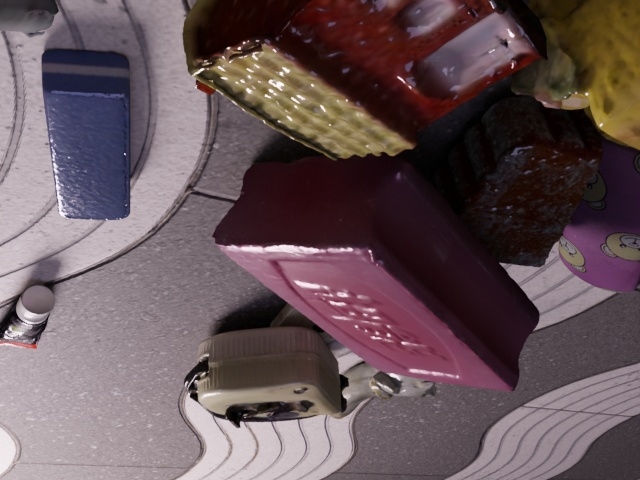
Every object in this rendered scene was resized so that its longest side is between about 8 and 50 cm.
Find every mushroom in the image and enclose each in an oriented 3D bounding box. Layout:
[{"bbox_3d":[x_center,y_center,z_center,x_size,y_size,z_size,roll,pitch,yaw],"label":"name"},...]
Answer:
[{"bbox_3d":[0.112,0.261,1.373,0.278,0.099,0.096,-24,131,29],"label":"mushroom"}]

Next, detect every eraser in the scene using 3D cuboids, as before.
[{"bbox_3d":[-0.240,-0.101,0.778,0.081,0.036,0.225,0,146,-14],"label":"eraser"}]

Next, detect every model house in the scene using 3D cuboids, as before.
[{"bbox_3d":[0.021,-0.177,0.621,0.254,0.160,0.196,-30,142,32],"label":"model house"}]

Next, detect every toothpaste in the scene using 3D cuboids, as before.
[{"bbox_3d":[-0.424,0.122,1.070,0.071,0.045,0.193,12,147,-29],"label":"toothpaste"}]

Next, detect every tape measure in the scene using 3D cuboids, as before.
[{"bbox_3d":[-0.089,0.242,1.240,0.231,0.133,0.271,-8,157,11],"label":"tape measure"}]

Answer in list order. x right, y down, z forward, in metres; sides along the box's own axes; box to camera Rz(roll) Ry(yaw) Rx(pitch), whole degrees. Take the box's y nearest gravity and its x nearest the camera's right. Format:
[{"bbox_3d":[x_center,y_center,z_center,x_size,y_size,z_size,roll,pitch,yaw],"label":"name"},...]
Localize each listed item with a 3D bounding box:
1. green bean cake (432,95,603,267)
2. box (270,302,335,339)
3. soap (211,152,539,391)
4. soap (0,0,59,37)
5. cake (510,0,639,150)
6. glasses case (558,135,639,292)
[{"bbox_3d":[0.242,-0.067,0.894,0.198,0.097,0.233,5,144,-18],"label":"green bean cake"},{"bbox_3d":[0.012,0.130,1.203,0.166,0.024,0.090,9,143,-25],"label":"box"},{"bbox_3d":[0.080,0.046,0.890,0.232,0.128,0.359,1,150,43],"label":"soap"},{"bbox_3d":[-0.350,-0.257,0.512,0.158,0.258,0.302,-16,-170,10],"label":"soap"},{"bbox_3d":[0.320,-0.181,0.627,0.227,0.223,0.286,18,139,-33],"label":"cake"},{"bbox_3d":[0.382,-0.027,0.972,0.123,0.076,0.316,29,159,26],"label":"glasses case"}]
